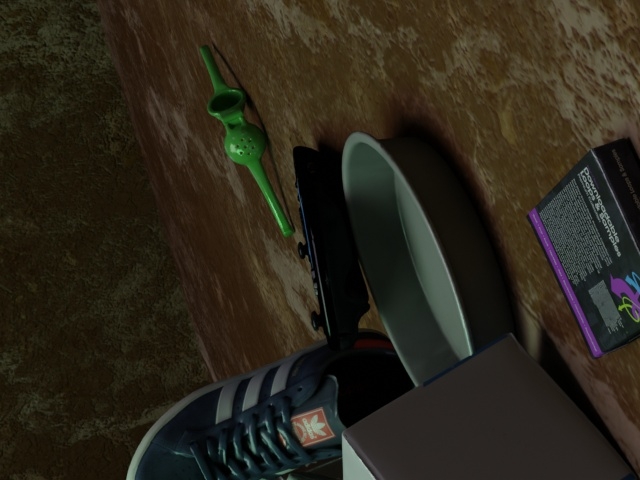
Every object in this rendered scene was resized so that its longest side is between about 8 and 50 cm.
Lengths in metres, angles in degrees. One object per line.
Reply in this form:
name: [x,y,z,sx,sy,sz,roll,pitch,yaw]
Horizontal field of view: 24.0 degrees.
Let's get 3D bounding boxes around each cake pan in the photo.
cake pan: [0.101,0.031,1.391,0.293,0.054,0.293,160,90,-78]

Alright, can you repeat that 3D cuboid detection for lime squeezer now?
lime squeezer: [-0.107,-0.158,2.056,0.310,0.059,0.110,65,-163,17]

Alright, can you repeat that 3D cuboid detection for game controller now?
game controller: [0.000,0.000,1.631,0.319,0.067,0.166,-106,-3,-74]

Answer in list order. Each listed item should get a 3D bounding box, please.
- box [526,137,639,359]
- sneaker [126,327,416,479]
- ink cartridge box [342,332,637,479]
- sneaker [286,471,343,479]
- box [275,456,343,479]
box: [0.193,0.010,1.008,0.162,0.029,0.116,114,134,-75]
sneaker: [-0.043,0.201,1.620,0.131,0.350,0.148,64,160,-15]
ink cartridge box: [0.133,0.233,1.246,0.168,0.171,0.233,49,159,30]
sneaker: [0.037,0.340,1.757,0.105,0.281,0.115,11,83,39]
box: [0.027,0.453,2.223,0.191,0.143,0.381,-137,27,-66]
